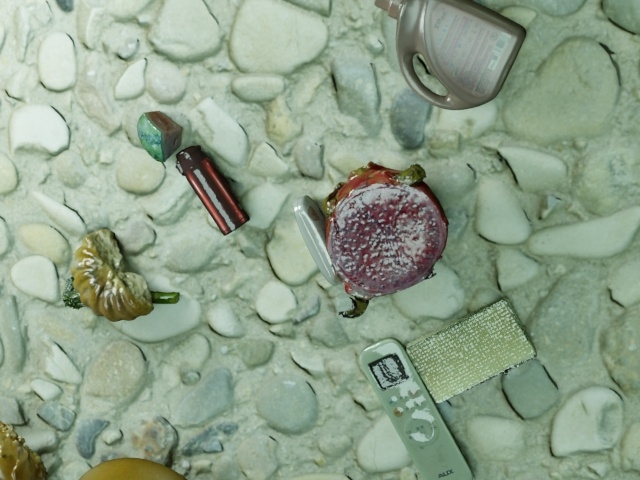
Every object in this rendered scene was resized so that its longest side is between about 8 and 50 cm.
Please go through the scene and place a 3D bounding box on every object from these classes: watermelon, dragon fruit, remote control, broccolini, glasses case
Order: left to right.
[{"bbox_3d":[-0.365,0.107,1.876,0.216,0.067,0.058,5,111,3],"label":"broccolini"},{"bbox_3d":[-0.277,-0.185,1.752,0.084,0.092,0.072,45,73,-11],"label":"watermelon"},{"bbox_3d":[0.000,0.000,1.742,0.041,0.063,0.164,-23,99,21],"label":"glasses case"},{"bbox_3d":[0.097,-0.015,1.684,0.211,0.147,0.282,21,112,-3],"label":"dragon fruit"},{"bbox_3d":[0.170,0.311,1.809,0.090,0.038,0.310,-25,99,19],"label":"remote control"}]

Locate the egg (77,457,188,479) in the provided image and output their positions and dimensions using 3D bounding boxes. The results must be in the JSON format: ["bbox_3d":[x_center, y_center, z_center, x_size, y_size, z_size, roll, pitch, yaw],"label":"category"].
[{"bbox_3d":[-0.322,0.564,1.875,0.282,0.282,0.351,-37,94,21],"label":"egg"}]

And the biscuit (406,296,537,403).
[{"bbox_3d":[0.258,0.188,1.749,0.199,0.040,0.121,-28,96,18],"label":"biscuit"}]

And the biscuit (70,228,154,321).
[{"bbox_3d":[-0.381,0.073,1.823,0.118,0.061,0.183,-37,82,-3],"label":"biscuit"}]

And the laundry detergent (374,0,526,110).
[{"bbox_3d":[0.184,-0.302,1.599,0.237,0.076,0.171,24,111,6],"label":"laundry detergent"}]

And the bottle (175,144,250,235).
[{"bbox_3d":[-0.190,-0.089,1.765,0.060,0.060,0.164,-31,97,20],"label":"bottle"}]

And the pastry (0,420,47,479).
[{"bbox_3d":[-0.664,0.459,1.992,0.255,0.162,0.311,42,119,-10],"label":"pastry"}]
